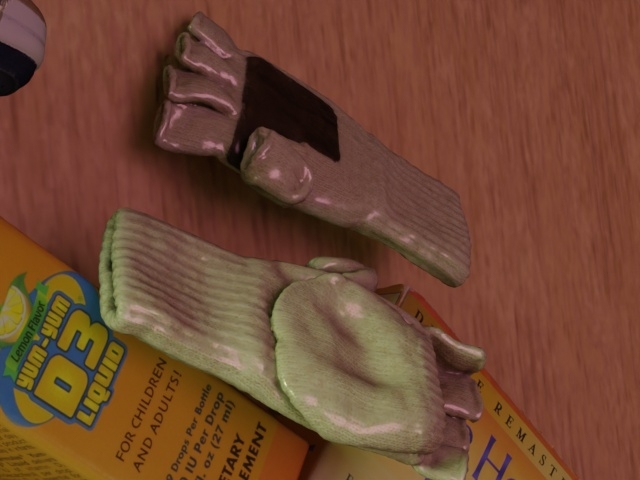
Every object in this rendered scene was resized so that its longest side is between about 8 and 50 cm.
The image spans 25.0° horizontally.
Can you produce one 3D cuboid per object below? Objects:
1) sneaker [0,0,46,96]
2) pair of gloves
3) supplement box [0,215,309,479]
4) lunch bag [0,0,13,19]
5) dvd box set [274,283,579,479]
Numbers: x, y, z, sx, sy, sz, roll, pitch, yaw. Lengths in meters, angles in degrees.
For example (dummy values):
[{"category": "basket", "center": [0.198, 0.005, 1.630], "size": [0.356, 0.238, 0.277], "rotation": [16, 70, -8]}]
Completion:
[{"category": "sneaker", "center": [-0.232, -0.036, 0.527], "size": [0.282, 0.099, 0.153], "rotation": [4, 79, -39]}, {"category": "pair of gloves", "center": [0.000, 0.000, 0.702], "size": [0.204, 0.042, 0.240], "rotation": [30, 35, -19]}, {"category": "supplement box", "center": [-0.114, 0.069, 0.637], "size": [0.233, 0.080, 0.078], "rotation": [38, 58, -31]}, {"category": "lunch bag", "center": [-0.214, -0.167, 0.432], "size": [0.303, 0.115, 0.243], "rotation": [29, 67, -30]}, {"category": "dvd box set", "center": [0.028, 0.278, 0.746], "size": [0.307, 0.062, 0.420], "rotation": [48, 54, -29]}]
